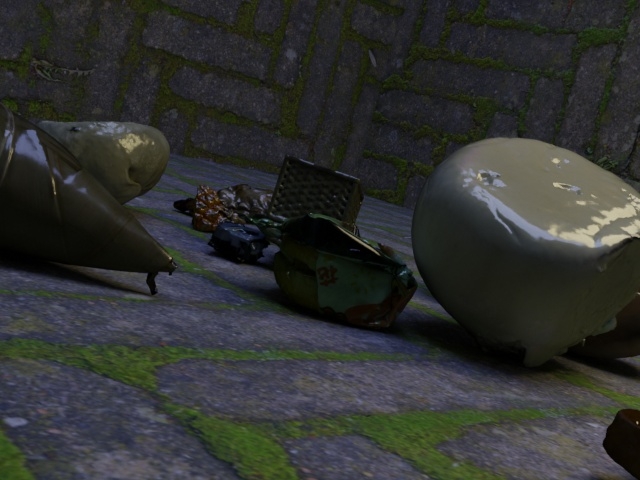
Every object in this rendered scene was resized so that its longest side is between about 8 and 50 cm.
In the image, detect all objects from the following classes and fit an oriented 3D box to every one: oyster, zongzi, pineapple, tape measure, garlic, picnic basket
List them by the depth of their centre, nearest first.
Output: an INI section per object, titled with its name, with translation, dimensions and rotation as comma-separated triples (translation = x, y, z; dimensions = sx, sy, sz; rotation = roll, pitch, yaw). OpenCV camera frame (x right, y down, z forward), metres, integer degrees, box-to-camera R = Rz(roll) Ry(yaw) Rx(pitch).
[zongzi]
translation = -0.400, -0.077, 1.124
dimensions = 0.418, 0.181, 0.447
rotation = 28, -1, -18
[garlic]
translation = 0.408, 0.086, 1.355
dimensions = 0.339, 0.196, 0.151
rotation = -3, -9, 24
[tape measure]
translation = -0.133, 0.002, 1.396
dimensions = 0.091, 0.054, 0.094
rotation = 23, 11, 14
[picnic basket]
translation = -0.012, -0.036, 1.457
dimensions = 0.134, 0.154, 0.196
rotation = 20, -3, 6
[pineapple]
translation = -0.199, -0.042, 1.644
dimensions = 0.114, 0.077, 0.114
rotation = 23, 38, -21
[oyster]
translation = -0.134, -0.070, 1.746
dimensions = 0.345, 0.078, 0.129
rotation = 5, 10, 15

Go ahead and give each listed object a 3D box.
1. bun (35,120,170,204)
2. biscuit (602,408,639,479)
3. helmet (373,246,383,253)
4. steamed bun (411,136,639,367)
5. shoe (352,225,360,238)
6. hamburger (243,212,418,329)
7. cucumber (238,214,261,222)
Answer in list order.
[bun]
translation = -0.391, -0.134, 1.551
dimensions = 0.260, 0.159, 0.259
rotation = -2, 5, 0
[biscuit]
translation = 0.407, 0.222, 0.705
dimensions = 0.351, 0.070, 0.394
rotation = 15, 6, 18
[helmet]
translation = 0.086, 0.047, 1.427
dimensions = 0.123, 0.070, 0.098
rotation = 18, 7, 31
[steamed bun]
translation = 0.284, 0.012, 1.221
dimensions = 0.334, 0.232, 0.312
rotation = -10, 41, -34
[shoe]
translation = -0.001, 0.000, 1.686
dimensions = 0.077, 0.074, 0.194
rotation = -8, -6, 37
[hamburger]
translation = 0.003, 0.031, 1.184
dimensions = 0.235, 0.125, 0.214
rotation = 16, 0, -17
[cucumber]
translation = -0.151, -0.054, 1.893
dimensions = 0.037, 0.037, 0.155
rotation = 19, 9, 34
